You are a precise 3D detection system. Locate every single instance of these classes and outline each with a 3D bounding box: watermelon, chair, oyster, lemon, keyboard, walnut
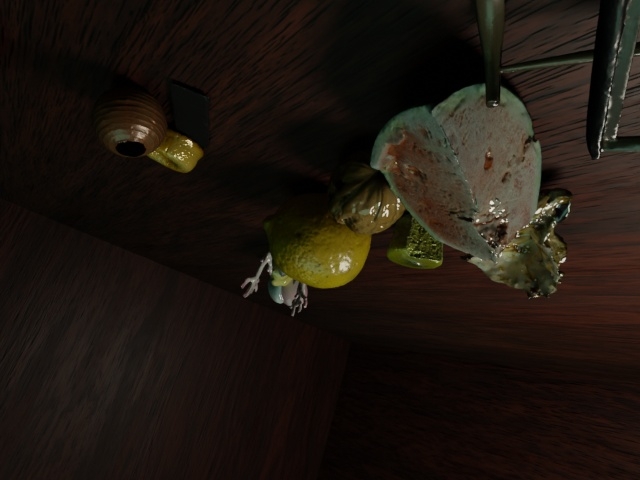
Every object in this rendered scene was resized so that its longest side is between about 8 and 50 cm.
[{"bbox_3d":[0.196,-0.108,0.571,0.224,0.180,0.305,-24,133,22],"label":"watermelon"},{"bbox_3d":[0.252,-0.182,0.329,0.272,0.166,0.188,7,148,32],"label":"chair"},{"bbox_3d":[0.386,0.005,0.797,0.198,0.133,0.337,10,157,24],"label":"oyster"},{"bbox_3d":[-0.008,-0.003,0.958,0.254,0.228,0.228,19,161,13],"label":"lemon"},{"bbox_3d":[-0.260,-0.248,0.813,0.074,0.015,0.196,24,159,-8],"label":"keyboard"},{"bbox_3d":[0.087,-0.088,0.767,0.156,0.155,0.184,20,159,-9],"label":"walnut"}]

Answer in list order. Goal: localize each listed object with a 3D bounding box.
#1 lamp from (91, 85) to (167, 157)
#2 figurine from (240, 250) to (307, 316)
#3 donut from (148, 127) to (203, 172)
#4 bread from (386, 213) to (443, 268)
[{"bbox_3d":[-0.369,-0.229,0.778,0.137,0.136,0.136,15,160,5],"label":"lamp"},{"bbox_3d":[-0.113,0.130,1.360,0.207,0.284,0.315,13,148,7],"label":"figurine"},{"bbox_3d":[-0.347,-0.207,0.910,0.152,0.058,0.152,21,167,5],"label":"donut"},{"bbox_3d":[0.226,0.010,0.961,0.129,0.114,0.111,22,161,-15],"label":"bread"}]
